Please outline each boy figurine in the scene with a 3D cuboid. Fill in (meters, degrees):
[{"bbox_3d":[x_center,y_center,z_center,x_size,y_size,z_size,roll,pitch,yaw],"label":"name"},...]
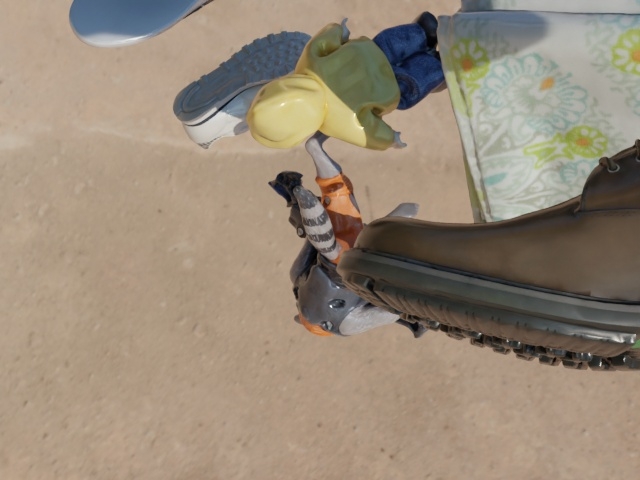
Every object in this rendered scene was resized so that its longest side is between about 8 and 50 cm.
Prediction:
[{"bbox_3d":[0.040,-0.179,1.102,0.285,0.092,0.177,-29,86,-26],"label":"boy figurine"}]

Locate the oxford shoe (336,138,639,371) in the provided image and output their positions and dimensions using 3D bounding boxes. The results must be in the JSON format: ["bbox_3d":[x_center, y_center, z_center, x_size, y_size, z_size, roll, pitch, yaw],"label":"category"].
[{"bbox_3d":[0.119,0.001,0.345,0.227,0.083,0.096,2,75,14],"label":"oxford shoe"}]

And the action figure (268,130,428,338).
[{"bbox_3d":[0.000,0.000,1.259,0.178,0.330,0.341,-30,55,-31],"label":"action figure"}]

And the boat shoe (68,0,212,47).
[{"bbox_3d":[-0.161,-0.263,0.954,0.228,0.076,0.080,-39,95,-20],"label":"boat shoe"}]

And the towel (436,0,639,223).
[{"bbox_3d":[0.308,-0.087,0.870,0.374,0.321,0.090,9,51,29],"label":"towel"}]

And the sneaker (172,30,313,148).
[{"bbox_3d":[-0.096,-0.218,1.326,0.235,0.095,0.090,-27,51,4],"label":"sneaker"}]
